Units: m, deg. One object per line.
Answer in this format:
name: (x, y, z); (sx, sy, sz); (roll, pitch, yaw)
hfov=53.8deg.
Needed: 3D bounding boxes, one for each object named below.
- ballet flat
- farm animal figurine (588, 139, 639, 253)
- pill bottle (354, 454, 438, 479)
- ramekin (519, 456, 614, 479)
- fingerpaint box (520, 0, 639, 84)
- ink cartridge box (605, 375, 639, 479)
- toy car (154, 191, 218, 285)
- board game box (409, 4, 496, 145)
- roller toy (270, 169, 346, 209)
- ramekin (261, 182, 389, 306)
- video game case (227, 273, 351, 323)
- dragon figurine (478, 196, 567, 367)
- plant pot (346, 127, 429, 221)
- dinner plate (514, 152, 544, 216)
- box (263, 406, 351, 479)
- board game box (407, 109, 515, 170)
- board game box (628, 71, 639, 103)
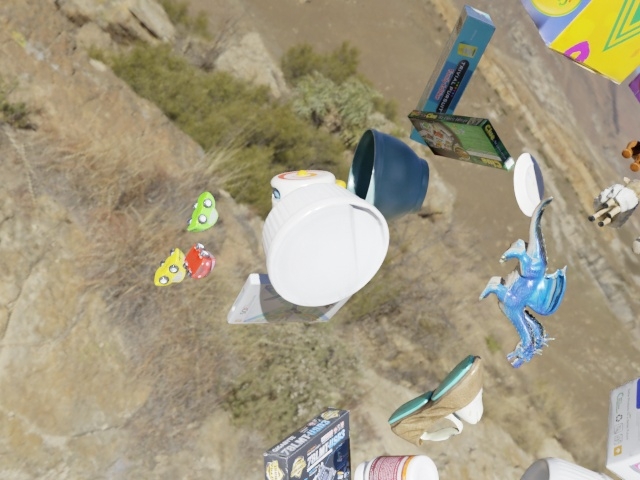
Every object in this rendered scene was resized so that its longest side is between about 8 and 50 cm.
ballet flat: (0.289, 0.384, 1.445); (0.124, 0.342, 0.116); (43, 39, 5)
farm animal figurine: (0.749, -0.078, 1.246); (0.172, 0.326, 0.330); (-31, 61, -30)
pill bottle: (0.140, 0.451, 1.195); (0.086, 0.152, 0.086); (18, 64, -41)
ramekin: (0.371, 0.446, 0.996); (0.109, 0.207, 0.207); (26, 24, 7)
fingerpaint box: (0.403, -0.502, 0.838); (0.163, 0.371, 0.444); (13, 47, -30)
ink cartridge box: (0.625, 0.254, 1.022); (0.069, 0.371, 0.175); (34, 45, -2)
toy car: (-0.277, -0.002, 1.422); (0.053, 0.239, 0.224); (29, 65, -31)
board game box: (0.349, -0.442, 1.697); (0.079, 0.336, 0.253); (23, 28, -1)
roller toy: (-0.046, -0.133, 1.851); (0.191, 0.210, 0.146); (-33, 123, -59)
ramekin: (0.000, 0.000, 1.350); (0.273, 0.273, 0.127); (34, 14, -40)
video game case: (-0.082, 0.176, 1.857); (0.329, 0.300, 0.036); (1, 62, -21)
dragon figurine: (0.366, 0.072, 1.064); (0.144, 0.289, 0.085); (29, 19, 16)
plant pot: (0.211, -0.180, 1.922); (0.197, 0.293, 0.293); (9, 40, -11)
dinner plate: (0.465, -0.123, 1.391); (0.141, 0.017, 0.141); (6, 81, -45)
box: (-0.019, 0.584, 1.485); (0.296, 0.073, 0.293); (-15, 103, -60)
board game box: (0.314, -0.232, 1.437); (0.136, 0.030, 0.260); (50, -12, -31)
board game box: (0.586, -0.244, 0.857); (0.346, 0.056, 0.208); (110, -33, -63)
